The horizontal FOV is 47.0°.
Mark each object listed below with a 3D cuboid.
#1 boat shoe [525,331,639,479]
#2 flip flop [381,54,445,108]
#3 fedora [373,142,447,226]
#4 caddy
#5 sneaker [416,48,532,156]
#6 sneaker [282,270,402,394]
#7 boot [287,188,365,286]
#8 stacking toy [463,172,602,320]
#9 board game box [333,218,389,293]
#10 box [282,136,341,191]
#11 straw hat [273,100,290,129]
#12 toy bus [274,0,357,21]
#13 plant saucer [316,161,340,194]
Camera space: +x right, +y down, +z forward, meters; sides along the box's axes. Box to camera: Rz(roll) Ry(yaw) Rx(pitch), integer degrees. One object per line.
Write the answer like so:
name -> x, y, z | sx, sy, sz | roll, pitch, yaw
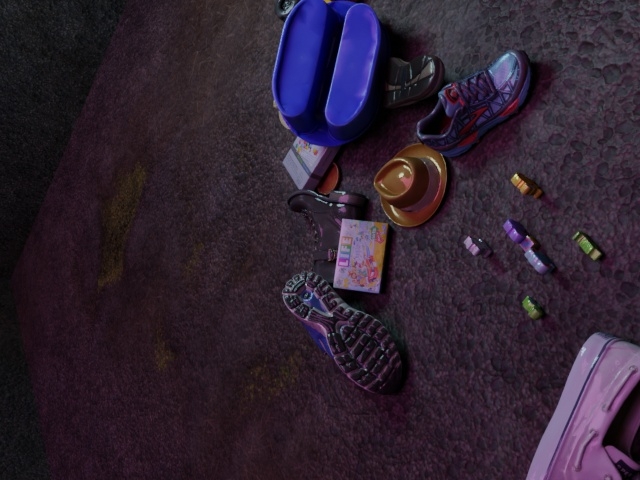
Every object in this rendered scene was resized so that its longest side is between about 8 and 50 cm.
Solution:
boat shoe -> 0.428, 0.333, 1.105 | 0.156, 0.136, 0.367 | 21, 89, 48
flip flop -> 0.200, -0.336, 1.555 | 0.277, 0.080, 0.112 | -164, 78, -69
fedora -> 0.175, -0.122, 1.547 | 0.194, 0.079, 0.194 | -16, 69, 49
caddy -> 0.025, -0.388, 1.677 | 0.241, 0.179, 0.341 | 13, 91, 10
sneaker -> 0.287, -0.261, 1.403 | 0.262, 0.125, 0.104 | -48, 49, 33
sneaker -> 0.059, 0.205, 1.593 | 0.130, 0.147, 0.330 | -41, 61, -6
boot -> 0.000, 0.000, 1.725 | 0.263, 0.091, 0.229 | 4, 84, 49
stacking toy -> 0.367, 0.010, 1.303 | 0.167, 0.052, 0.221 | -56, 45, 26
board game box -> 0.090, 0.034, 1.610 | 0.103, 0.026, 0.154 | 6, 84, 15
box -> -0.015, -0.228, 1.823 | 0.186, 0.038, 0.145 | -56, 38, 22
straw hat -> -0.091, -0.365, 1.945 | 0.144, 0.061, 0.144 | -16, 68, 48
toy bus -> 0.018, -0.554, 1.810 | 0.211, 0.149, 0.220 | -28, 62, 26
plant saucer -> 0.020, -0.151, 1.796 | 0.083, 0.013, 0.083 | -16, 69, 49
